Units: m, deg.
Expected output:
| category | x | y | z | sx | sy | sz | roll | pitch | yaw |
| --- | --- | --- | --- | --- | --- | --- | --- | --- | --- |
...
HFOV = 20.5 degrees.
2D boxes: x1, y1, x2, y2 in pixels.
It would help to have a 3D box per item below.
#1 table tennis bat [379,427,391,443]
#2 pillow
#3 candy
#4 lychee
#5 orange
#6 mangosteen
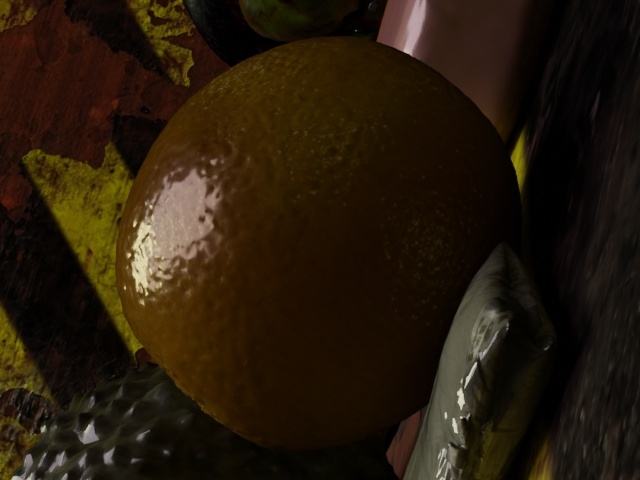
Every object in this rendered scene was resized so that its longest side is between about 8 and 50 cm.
| category | x | y | z | sx | sy | sz | roll | pitch | yaw |
| --- | --- | --- | --- | --- | --- | --- | --- | --- | --- |
| table tennis bat | 0.066 | 0.074 | 1.323 | 0.246 | 0.022 | 0.138 | 107 | 177 | -53 |
| pillow | 0.062 | 0.122 | 0.867 | 0.148 | 0.050 | 0.230 | -62 | -10 | -72 |
| candy | 0.096 | -0.153 | 1.208 | 0.255 | 0.094 | 0.255 | -164 | 90 | -87 |
| lychee | -0.074 | 0.196 | 1.117 | 0.255 | 0.274 | 0.255 | -31 | 50 | 45 |
| orange | 0.000 | 0.000 | 0.986 | 0.236 | 0.236 | 0.236 | -164 | 90 | -87 |
| mangosteen | 0.019 | -0.263 | 1.610 | 0.300 | 0.300 | 0.300 | -164 | 90 | -87 |
